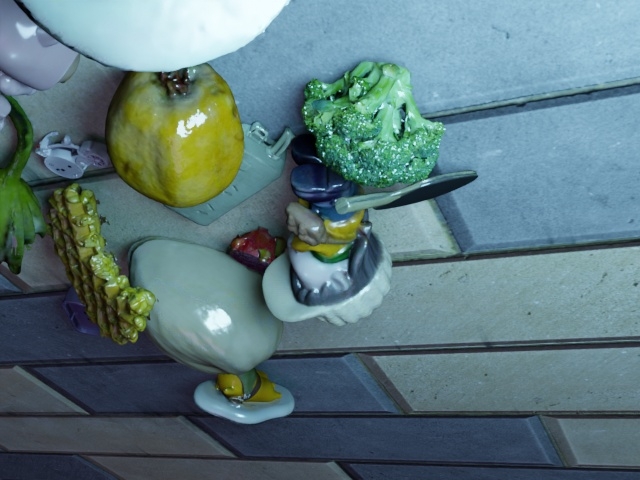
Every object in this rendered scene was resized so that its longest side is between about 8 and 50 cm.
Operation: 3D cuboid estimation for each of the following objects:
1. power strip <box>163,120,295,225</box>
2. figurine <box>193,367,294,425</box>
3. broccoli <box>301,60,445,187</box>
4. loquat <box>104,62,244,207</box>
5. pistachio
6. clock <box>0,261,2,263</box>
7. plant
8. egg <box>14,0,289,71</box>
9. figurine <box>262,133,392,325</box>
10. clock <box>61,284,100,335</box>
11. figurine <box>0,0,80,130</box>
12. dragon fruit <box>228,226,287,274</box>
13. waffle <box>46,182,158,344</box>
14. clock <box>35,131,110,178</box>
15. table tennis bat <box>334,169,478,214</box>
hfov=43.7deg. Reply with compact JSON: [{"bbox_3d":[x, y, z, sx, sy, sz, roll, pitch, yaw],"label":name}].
[{"bbox_3d":[-0.138,-0.107,1.235,0.093,0.053,0.288,31,143,-26],"label":"power strip"},{"bbox_3d":[-0.161,0.324,1.868,0.250,0.166,0.141,4,116,-33],"label":"figurine"},{"bbox_3d":[0.065,-0.148,1.032,0.195,0.156,0.195,11,-174,-1],"label":"broccoli"},{"bbox_3d":[-0.193,-0.149,1.077,0.187,0.176,0.234,10,135,2],"label":"loquat"},{"bbox_3d":[-0.221,0.119,1.478,0.332,0.208,0.226,35,99,-9],"label":"pistachio"},{"bbox_3d":[-0.674,-0.009,1.450,0.205,0.205,0.051,23,106,-16],"label":"clock"},{"bbox_3d":[-0.528,-0.078,1.310,0.251,0.180,0.333,24,143,-36],"label":"plant"},{"bbox_3d":[-0.155,-0.338,0.747,0.337,0.201,0.337,-3,111,-9],"label":"egg"},{"bbox_3d":[0.030,-0.003,1.231,0.204,0.185,0.332,9,139,-7],"label":"figurine"},{"bbox_3d":[-0.494,0.155,1.743,0.110,0.050,0.153,9,147,5],"label":"clock"},{"bbox_3d":[-0.402,-0.251,1.010,0.287,0.176,0.186,-34,170,27],"label":"figurine"},{"bbox_3d":[-0.106,0.015,1.400,0.112,0.068,0.126,19,164,19],"label":"dragon fruit"},{"bbox_3d":[-0.391,0.049,1.412,0.293,0.069,0.260,61,146,5],"label":"waffle"},{"bbox_3d":[-0.396,-0.138,1.282,0.129,0.041,0.087,-6,146,33],"label":"clock"},{"bbox_3d":[0.119,-0.063,1.117,0.246,0.022,0.138,-12,171,-39],"label":"table tennis bat"}]
